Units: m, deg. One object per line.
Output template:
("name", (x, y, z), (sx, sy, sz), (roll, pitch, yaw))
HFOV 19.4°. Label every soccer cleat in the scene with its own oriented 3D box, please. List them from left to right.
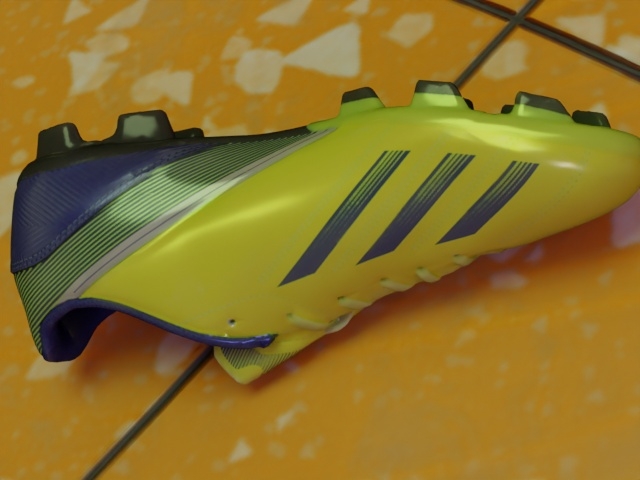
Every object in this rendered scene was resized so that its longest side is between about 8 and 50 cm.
("soccer cleat", (0.000, 0.000, 0.802), (0.289, 0.093, 0.121), (-5, 82, 21))
